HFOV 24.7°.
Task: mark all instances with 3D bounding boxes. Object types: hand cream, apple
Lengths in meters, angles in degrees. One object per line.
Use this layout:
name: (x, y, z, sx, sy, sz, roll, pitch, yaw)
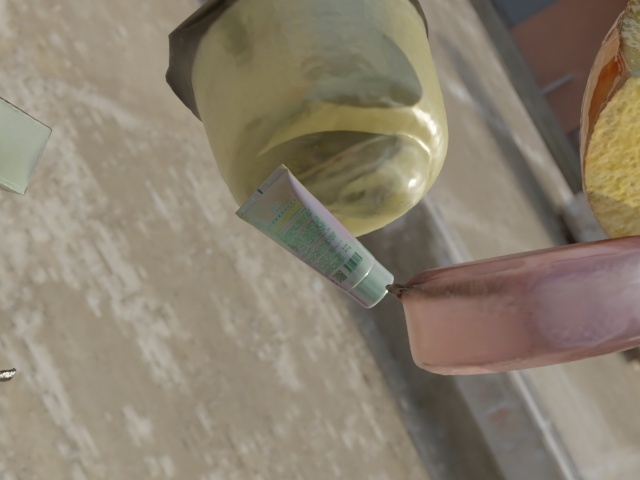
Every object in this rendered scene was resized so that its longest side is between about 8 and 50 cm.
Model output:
hand cream: (0.000, 0.000, 1.536, 0.174, 0.076, 0.047, 39, 19, -13)
apple: (0.423, -0.131, 1.598, 0.252, 0.314, 0.309, 37, -29, 25)

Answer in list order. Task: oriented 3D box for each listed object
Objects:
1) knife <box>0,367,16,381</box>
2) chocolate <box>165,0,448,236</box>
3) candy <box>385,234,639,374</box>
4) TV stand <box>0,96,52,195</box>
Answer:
knife: (-0.498, 0.213, 1.940, 0.222, 0.046, 0.021, -15, 34, -43)
chocolate: (-0.008, -0.143, 1.794, 0.314, 0.326, 0.297, 31, 41, -38)
candy: (0.188, 0.057, 1.305, 0.255, 0.255, 0.094, -9, 89, -75)
TV stand: (-0.410, -0.118, 1.552, 0.088, 0.269, 0.083, 33, 74, -47)
